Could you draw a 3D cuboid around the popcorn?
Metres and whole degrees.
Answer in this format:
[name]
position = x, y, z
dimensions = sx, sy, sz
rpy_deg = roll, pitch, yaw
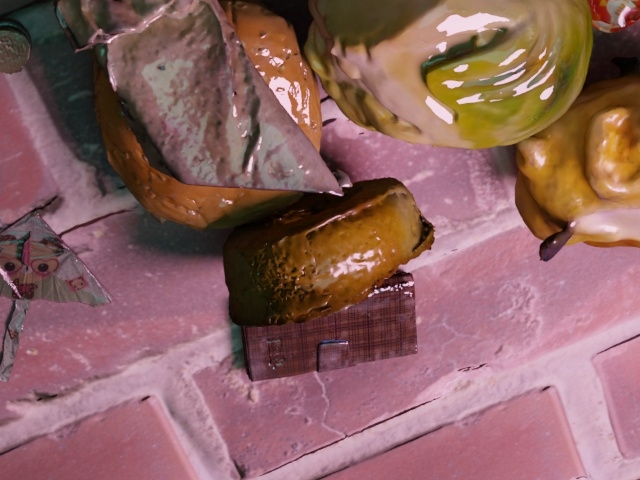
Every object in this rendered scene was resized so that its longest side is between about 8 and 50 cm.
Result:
[popcorn]
position = 0.381, -0.093, 2.071
dimensions = 0.297, 0.281, 0.316
rpy_deg = -9, 163, 34

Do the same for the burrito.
[burrito]
position = -0.133, -0.154, 1.821
dimensions = 0.175, 0.107, 0.347
rpy_deg = -30, 108, 20

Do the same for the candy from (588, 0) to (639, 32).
[candy]
position = 0.269, -0.342, 1.987
dimensions = 0.288, 0.084, 0.078
rpy_deg = 34, 111, -21

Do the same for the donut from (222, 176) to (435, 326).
[donut]
position = 0.000, 0.000, 2.019
dimensions = 0.272, 0.272, 0.107
rpy_deg = -20, 105, -2

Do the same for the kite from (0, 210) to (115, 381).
[kite]
position = -0.369, 0.074, 2.108
dimensions = 0.229, 0.012, 0.250
rpy_deg = 7, 119, -16

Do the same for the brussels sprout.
[brussels sprout]
position = 0.153, -0.225, 1.895
dimensions = 0.344, 0.268, 0.344
rpy_deg = -26, 144, -21

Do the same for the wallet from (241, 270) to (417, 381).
[wallet]
position = 0.011, 0.111, 2.203
dimensions = 0.230, 0.042, 0.124
rpy_deg = -9, 118, -9

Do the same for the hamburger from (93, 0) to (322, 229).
[hamburger]
position = -0.128, -0.146, 1.960
dimensions = 0.260, 0.144, 0.283
rpy_deg = -21, 125, 0

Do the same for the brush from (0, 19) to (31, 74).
[brush]
position = -0.459, -0.212, 1.906
dimensions = 0.266, 0.027, 0.062
rpy_deg = -4, 120, -11
